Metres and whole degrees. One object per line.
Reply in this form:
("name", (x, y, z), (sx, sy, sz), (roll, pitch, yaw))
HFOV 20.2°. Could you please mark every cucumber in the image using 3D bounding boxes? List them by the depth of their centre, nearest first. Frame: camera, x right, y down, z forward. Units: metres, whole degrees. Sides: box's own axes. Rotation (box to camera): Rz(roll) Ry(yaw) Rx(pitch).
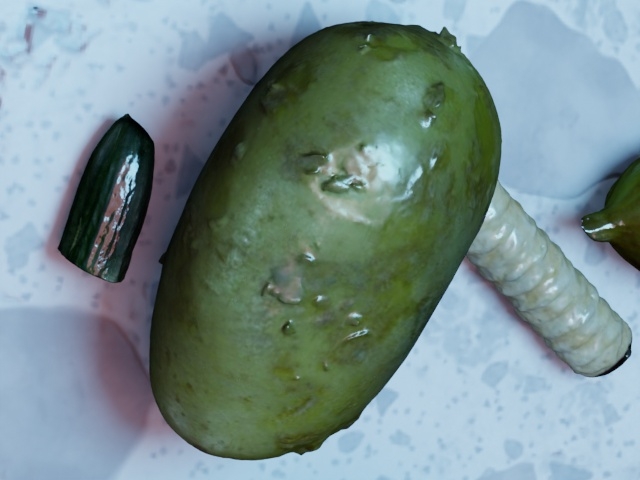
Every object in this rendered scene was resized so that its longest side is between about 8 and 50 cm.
("cucumber", (-0.131, -0.029, 1.155), (0.048, 0.048, 0.105), (17, 94, -25))

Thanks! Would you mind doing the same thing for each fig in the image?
("fig", (0.249, -0.013, 1.280), (0.154, 0.103, 0.109), (-14, 86, -27))

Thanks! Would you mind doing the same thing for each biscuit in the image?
("biscuit", (0.144, 0.021, 1.272), (0.061, 0.055, 0.219), (-41, 115, 4))

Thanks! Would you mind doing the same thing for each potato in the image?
("potato", (0.000, 0.000, 1.134), (0.173, 0.210, 0.307), (27, 100, 1))
